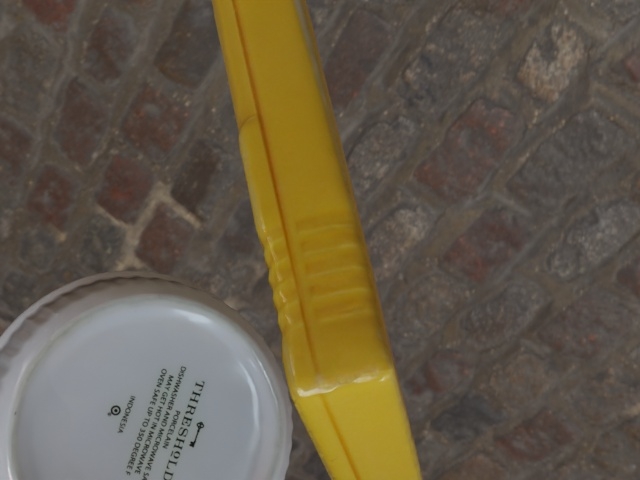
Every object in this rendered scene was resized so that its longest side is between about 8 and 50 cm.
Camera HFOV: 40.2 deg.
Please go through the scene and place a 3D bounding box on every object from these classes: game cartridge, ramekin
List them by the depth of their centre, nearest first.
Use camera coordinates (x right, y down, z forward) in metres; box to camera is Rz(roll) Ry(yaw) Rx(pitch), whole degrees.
[{"bbox_3d":[0.000,0.000,0.503,0.053,0.323,0.285,-13,144,3],"label":"game cartridge"},{"bbox_3d":[-0.147,0.153,0.718,0.273,0.272,0.127,40,161,-9],"label":"ramekin"}]
